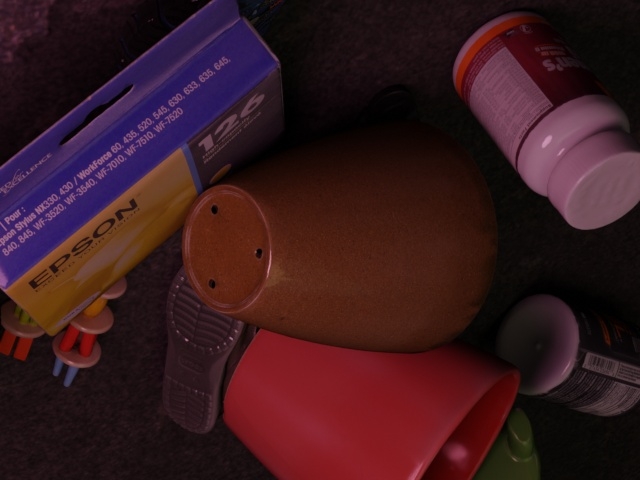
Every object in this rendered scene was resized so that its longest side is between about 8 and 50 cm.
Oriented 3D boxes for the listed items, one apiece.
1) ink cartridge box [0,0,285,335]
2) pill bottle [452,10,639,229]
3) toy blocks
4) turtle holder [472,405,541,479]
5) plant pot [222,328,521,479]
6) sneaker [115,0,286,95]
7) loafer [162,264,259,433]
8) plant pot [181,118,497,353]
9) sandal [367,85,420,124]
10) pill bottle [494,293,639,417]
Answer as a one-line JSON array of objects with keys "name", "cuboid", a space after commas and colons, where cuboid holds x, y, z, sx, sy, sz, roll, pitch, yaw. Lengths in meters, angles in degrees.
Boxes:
[{"name": "ink cartridge box", "cuboid": [-0.161, -0.058, 1.459, 0.303, 0.072, 0.307, -40, 172, -7]}, {"name": "pill bottle", "cuboid": [0.232, -0.120, 1.674, 0.121, 0.221, 0.121, -19, 140, -17]}, {"name": "toy blocks", "cuboid": [-0.272, 0.092, 1.697, 0.123, 0.054, 0.148, -3, 134, -33]}, {"name": "turtle holder", "cuboid": [0.167, 0.286, 2.026, 0.320, 0.243, 0.227, 8, 167, 5]}, {"name": "plant pot", "cuboid": [0.046, 0.185, 1.814, 0.275, 0.243, 0.275, -49, 161, -24]}, {"name": "sneaker", "cuboid": [-0.089, -0.196, 1.492, 0.221, 0.083, 0.087, -37, 151, 13]}, {"name": "loafer", "cuboid": [-0.112, 0.093, 1.798, 0.087, 0.094, 0.251, -43, 157, -49]}, {"name": "plant pot", "cuboid": [0.000, 0.000, 1.598, 0.254, 0.237, 0.237, -3, 134, -48]}, {"name": "sandal", "cuboid": [0.091, -0.089, 1.757, 0.067, 0.040, 0.179, -29, 142, -4]}, {"name": "pill bottle", "cuboid": [0.341, 0.153, 2.121, 0.246, 0.130, 0.130, 19, 120, -45]}]
